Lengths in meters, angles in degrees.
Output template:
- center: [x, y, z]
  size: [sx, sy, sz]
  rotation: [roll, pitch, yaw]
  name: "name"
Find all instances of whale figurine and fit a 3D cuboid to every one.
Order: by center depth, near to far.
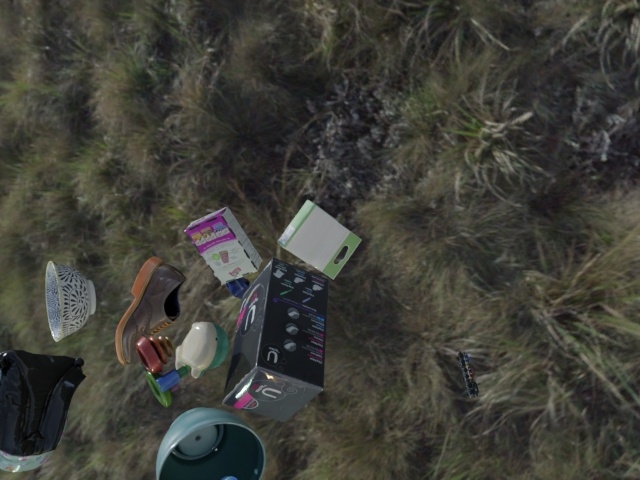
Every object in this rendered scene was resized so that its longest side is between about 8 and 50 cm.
- center: [-0.445, 0.414, 2.122]
  size: [0.272, 0.141, 0.216]
  rotation: [-35, 51, 39]
  name: "whale figurine"

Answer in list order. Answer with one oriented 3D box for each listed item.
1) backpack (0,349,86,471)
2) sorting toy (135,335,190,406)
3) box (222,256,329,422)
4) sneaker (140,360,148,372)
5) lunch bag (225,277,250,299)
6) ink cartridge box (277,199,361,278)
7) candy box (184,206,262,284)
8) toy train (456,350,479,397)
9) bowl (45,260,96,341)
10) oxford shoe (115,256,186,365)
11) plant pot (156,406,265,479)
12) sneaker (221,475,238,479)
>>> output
- center: [-0.481, 0.285, 0.938]
  size: [0.115, 0.152, 0.182]
  rotation: [-54, 37, 41]
  name: "backpack"
- center: [-0.190, 0.158, 0.695]
  size: [0.061, 0.042, 0.101]
  rotation: [27, 135, 44]
  name: "sorting toy"
- center: [-0.085, 0.198, 1.145]
  size: [0.165, 0.143, 0.270]
  rotation: [-51, 24, 39]
  name: "box"
- center: [-0.619, 0.401, 2.050]
  size: [0.089, 0.051, 0.170]
  rotation: [30, 111, 0]
  name: "sneaker"
- center: [-0.282, 0.162, 1.995]
  size: [0.065, 0.098, 0.067]
  rotation: [-38, 71, 2]
  name: "lunch bag"
- center: [0.000, 0.000, 1.837]
  size: [0.171, 0.235, 0.056]
  rotation: [-54, 35, 1]
  name: "ink cartridge box"
- center: [-0.323, 0.020, 1.901]
  size: [0.159, 0.071, 0.233]
  rotation: [-21, 113, 23]
  name: "candy box"
- center: [0.408, 0.367, 1.557]
  size: [0.036, 0.158, 0.027]
  rotation: [-1, 126, 0]
  name: "toy train"
- center: [-0.527, 0.125, 1.200]
  size: [0.170, 0.080, 0.170]
  rotation: [8, 100, 56]
  name: "bowl"
- center: [-0.497, 0.233, 1.655]
  size: [0.133, 0.130, 0.363]
  rotation: [26, 112, 8]
  name: "oxford shoe"
- center: [-0.325, 0.590, 1.576]
  size: [0.196, 0.293, 0.293]
  rotation: [30, 109, 60]
  name: "plant pot"
- center: [-0.240, 0.553, 1.188]
  size: [0.091, 0.240, 0.126]
  rotation: [25, 89, 38]
  name: "sneaker"
